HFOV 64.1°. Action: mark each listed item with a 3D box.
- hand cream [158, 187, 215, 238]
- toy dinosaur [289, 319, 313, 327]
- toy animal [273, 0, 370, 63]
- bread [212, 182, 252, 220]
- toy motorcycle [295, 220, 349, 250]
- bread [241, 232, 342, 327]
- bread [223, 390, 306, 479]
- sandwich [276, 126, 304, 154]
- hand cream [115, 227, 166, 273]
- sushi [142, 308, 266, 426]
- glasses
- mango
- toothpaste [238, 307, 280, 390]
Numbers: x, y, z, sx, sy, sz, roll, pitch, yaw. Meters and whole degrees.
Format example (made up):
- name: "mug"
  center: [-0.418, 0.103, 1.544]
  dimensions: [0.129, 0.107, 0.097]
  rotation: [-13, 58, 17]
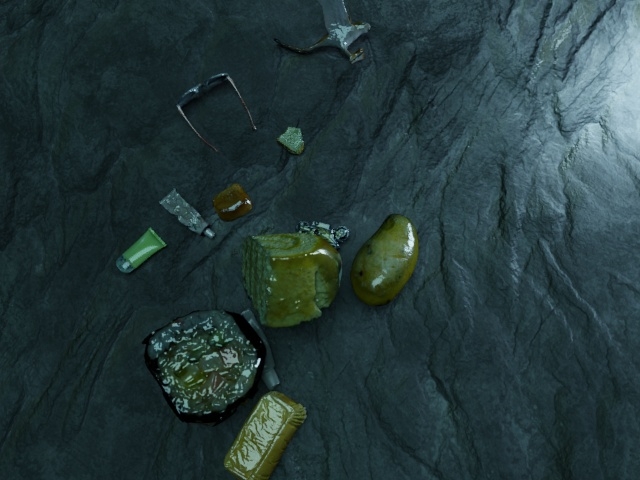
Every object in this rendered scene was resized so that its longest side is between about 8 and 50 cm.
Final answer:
- name: "hand cream"
  center: [-0.476, -0.090, 1.836]
  dimensions: [0.257, 0.050, 0.084]
  rotation: [41, 85, 17]
- name: "toy dinosaur"
  center: [-0.085, 0.245, 1.702]
  dimensions: [0.133, 0.059, 0.096]
  rotation: [8, 84, 16]
- name: "toy animal"
  center: [0.023, -0.768, 1.937]
  dimensions: [0.302, 0.225, 0.284]
  rotation: [45, 102, 3]
- name: "bread"
  center: [-0.321, -0.138, 1.835]
  dimensions: [0.129, 0.044, 0.126]
  rotation: [-32, 73, 0]
- name: "toy motorcycle"
  center: [0.000, 0.000, 1.756]
  dimensions: [0.194, 0.061, 0.124]
  rotation: [7, 82, 8]
- name: "bread"
  center: [-0.094, 0.095, 1.624]
  dimensions: [0.264, 0.395, 0.239]
  rotation: [-5, 104, -17]
- name: "bread"
  center: [-0.174, 0.609, 1.572]
  dimensions: [0.153, 0.119, 0.288]
  rotation: [29, 78, 15]
- name: "sandwich"
  center: [-0.096, -0.367, 1.879]
  dimensions: [0.105, 0.035, 0.093]
  rotation: [42, 81, 14]
- name: "hand cream"
  center: [-0.642, 0.043, 1.816]
  dimensions: [0.175, 0.046, 0.095]
  rotation: [-43, 74, -13]
- name: "sushi"
  center: [-0.340, 0.394, 1.575]
  dimensions: [0.329, 0.285, 0.328]
  rotation: [-36, 70, -19]
- name: "glasses"
  center: [-0.393, -0.479, 1.941]
  dimensions: [0.234, 0.118, 0.268]
  rotation: [-32, 94, -5]
- name: "mango"
  center: [0.219, 0.065, 1.673]
  dimensions: [0.176, 0.176, 0.329]
  rotation: [47, 60, -15]
- name: "toothpaste"
  center: [-0.217, 0.362, 1.681]
  dimensions: [0.099, 0.068, 0.282]
  rotation: [-18, 60, -31]
